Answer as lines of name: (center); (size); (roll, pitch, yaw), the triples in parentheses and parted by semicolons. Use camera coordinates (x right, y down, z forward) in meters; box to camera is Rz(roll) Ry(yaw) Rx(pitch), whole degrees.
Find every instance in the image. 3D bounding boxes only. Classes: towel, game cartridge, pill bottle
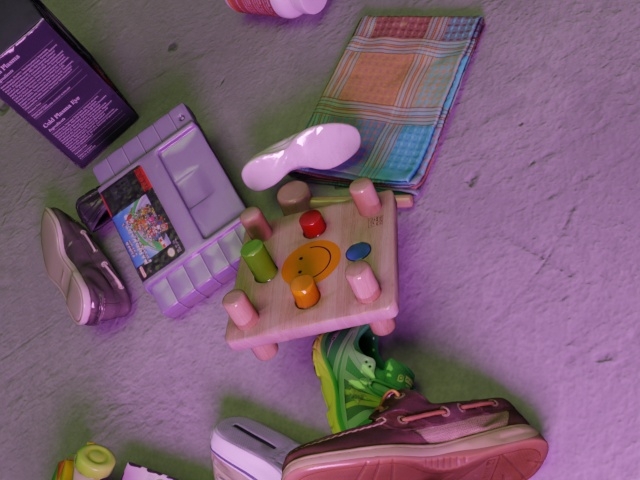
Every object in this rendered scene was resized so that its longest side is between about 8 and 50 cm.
towel: (0.114, -0.254, 1.416); (0.271, 0.040, 0.370); (11, 67, 33)
game cartridge: (-0.263, -0.060, 1.446); (0.230, 0.068, 0.355); (-33, 63, 1)
pill bottle: (-0.093, -0.524, 1.646); (0.216, 0.121, 0.121); (19, 72, 36)

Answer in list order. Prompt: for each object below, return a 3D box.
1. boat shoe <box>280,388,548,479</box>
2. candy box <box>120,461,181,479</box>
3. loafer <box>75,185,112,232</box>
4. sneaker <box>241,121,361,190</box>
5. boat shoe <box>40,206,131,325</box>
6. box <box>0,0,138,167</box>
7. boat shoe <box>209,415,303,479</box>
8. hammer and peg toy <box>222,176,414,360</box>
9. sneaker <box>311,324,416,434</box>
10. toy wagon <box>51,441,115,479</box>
boat shoe: (0.107, 0.248, 0.976); (0.341, 0.123, 0.123); (-5, 39, -18)
candy box: (-0.226, 0.432, 1.157); (0.196, 0.070, 0.165); (7, 66, 32)
loafer: (-0.377, -0.097, 1.576); (0.223, 0.076, 0.078); (-34, 71, 1)
sneaker: (-0.035, -0.158, 1.370); (0.212, 0.080, 0.094); (-18, 23, 7)
boat shoe: (-0.457, 0.048, 1.527); (0.335, 0.095, 0.112); (49, 126, 44)
box: (-0.605, -0.381, 1.719); (0.179, 0.312, 0.343); (-42, 50, 0)
boat shoe: (-0.035, 0.343, 1.099); (0.302, 0.109, 0.094); (23, 117, 38)
hammer and peg toy: (0.000, 0.000, 1.210); (0.265, 0.127, 0.361); (-13, 39, 17)
sneaker: (0.076, 0.225, 1.091); (0.123, 0.109, 0.296); (-33, 50, 12)
toy wagon: (-0.373, 0.426, 1.161); (0.267, 0.068, 0.344); (-64, 23, 19)
